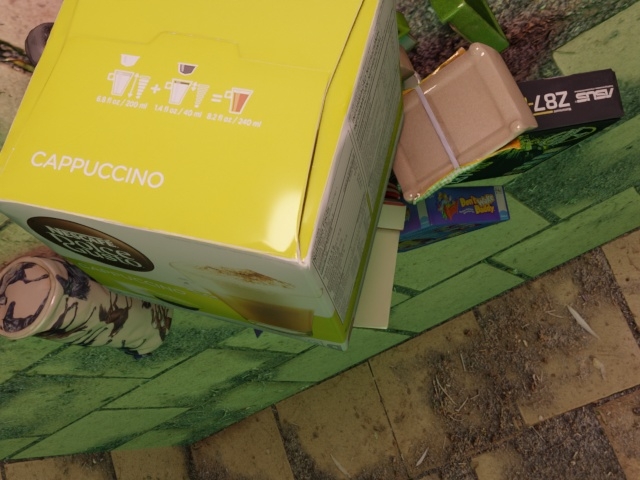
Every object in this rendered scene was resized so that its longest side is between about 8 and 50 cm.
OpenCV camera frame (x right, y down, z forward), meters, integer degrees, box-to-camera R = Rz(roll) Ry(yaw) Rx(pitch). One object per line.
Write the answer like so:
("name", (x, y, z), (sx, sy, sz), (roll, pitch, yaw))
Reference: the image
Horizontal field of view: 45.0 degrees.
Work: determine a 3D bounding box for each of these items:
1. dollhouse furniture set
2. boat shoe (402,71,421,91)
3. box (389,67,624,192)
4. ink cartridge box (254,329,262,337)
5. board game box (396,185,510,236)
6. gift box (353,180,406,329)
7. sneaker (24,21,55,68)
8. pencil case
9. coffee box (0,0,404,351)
("dollhouse furniture set", (0.184, -0.207, 1.111), (0.197, 0.302, 0.151), (-33, 154, 26))
("boat shoe", (0.057, -0.219, 1.275), (0.227, 0.081, 0.069), (-19, -173, 4))
("box", (0.292, -0.182, 1.380), (0.318, 0.097, 0.395), (-8, 173, -12))
("ink cartridge box", (-0.137, -0.028, 1.253), (0.072, 0.307, 0.304), (-9, 156, -26))
("board game box", (0.205, -0.038, 1.702), (0.233, 0.078, 0.347), (-4, 170, -36))
("gift box", (0.000, 0.000, 1.416), (0.255, 0.258, 0.276), (5, -171, -13))
("sneaker", (-0.340, -0.169, 1.024), (0.162, 0.106, 0.281), (-21, 159, 10))
("pencil case", (-0.478, 0.145, 1.569), (0.183, 0.160, 0.410), (-40, 154, 11))
("coffee box", (-0.105, -0.104, 0.894), (0.337, 0.338, 0.334), (11, 162, 13))
